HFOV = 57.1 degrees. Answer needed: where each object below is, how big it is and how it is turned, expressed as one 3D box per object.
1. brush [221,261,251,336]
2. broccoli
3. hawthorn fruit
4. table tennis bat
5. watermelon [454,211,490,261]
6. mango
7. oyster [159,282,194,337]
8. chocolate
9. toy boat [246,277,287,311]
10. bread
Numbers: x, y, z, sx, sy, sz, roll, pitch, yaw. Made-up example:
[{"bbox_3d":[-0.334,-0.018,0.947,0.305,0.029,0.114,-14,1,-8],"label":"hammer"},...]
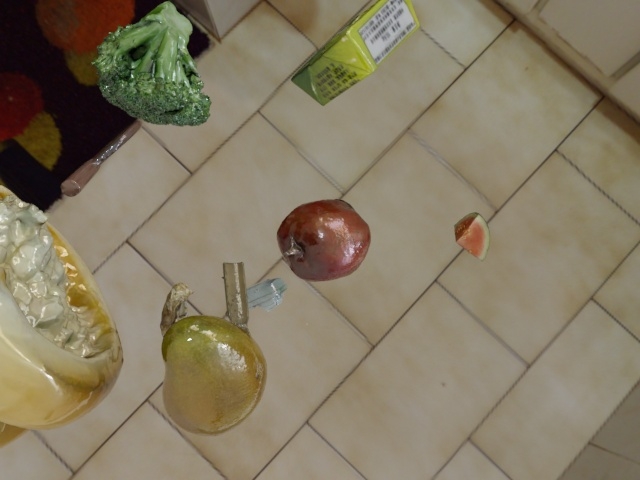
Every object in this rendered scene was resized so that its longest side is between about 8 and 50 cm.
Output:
[{"bbox_3d":[-0.141,0.138,1.011,0.043,0.036,0.248,-1,47,-15],"label":"brush"},{"bbox_3d":[-0.356,-0.381,1.289,0.265,0.245,0.294,-7,63,-45],"label":"broccoli"},{"bbox_3d":[0.000,0.000,1.414,0.215,0.250,0.215,7,102,38],"label":"hawthorn fruit"},{"bbox_3d":[-0.239,-0.064,0.737,0.107,0.170,0.119,-33,112,21],"label":"table tennis bat"},{"bbox_3d":[0.412,-0.003,1.612,0.094,0.125,0.135,-19,84,-28],"label":"watermelon"},{"bbox_3d":[-0.134,0.168,0.730,0.136,0.227,0.099,-21,52,-16],"label":"mango"},{"bbox_3d":[-0.450,0.286,1.795,0.094,0.166,0.294,6,57,-7],"label":"oyster"},{"bbox_3d":[0.104,-0.541,1.659,0.137,0.289,0.301,48,59,-15],"label":"chocolate"},{"bbox_3d":[-0.194,0.177,1.727,0.078,0.260,0.085,-34,97,-46],"label":"toy boat"},{"bbox_3d":[-0.433,0.087,0.776,0.245,0.424,0.329,-24,121,-13],"label":"bread"}]
